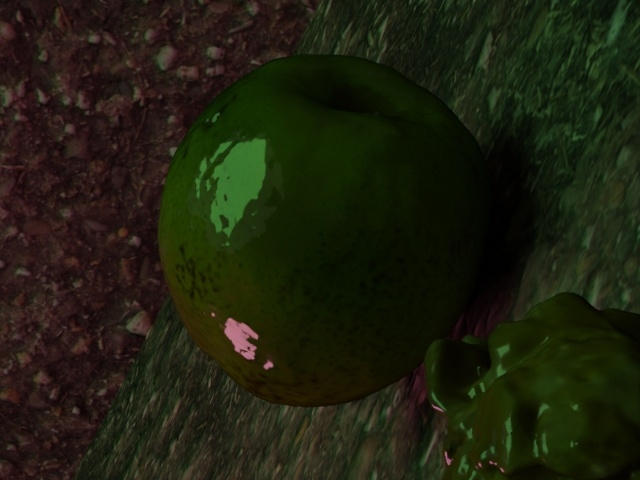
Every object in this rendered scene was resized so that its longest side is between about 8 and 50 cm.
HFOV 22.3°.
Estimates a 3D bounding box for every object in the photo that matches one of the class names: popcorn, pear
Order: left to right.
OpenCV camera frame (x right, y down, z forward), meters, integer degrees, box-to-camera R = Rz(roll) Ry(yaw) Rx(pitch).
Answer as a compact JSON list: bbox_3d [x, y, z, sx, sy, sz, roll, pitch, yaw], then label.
[{"bbox_3d":[0.000,0.000,1.768,0.391,0.391,0.391,-160,90,-75],"label":"pear"},{"bbox_3d":[0.184,0.156,1.237,0.253,0.191,0.190,-92,-8,-58],"label":"popcorn"}]
